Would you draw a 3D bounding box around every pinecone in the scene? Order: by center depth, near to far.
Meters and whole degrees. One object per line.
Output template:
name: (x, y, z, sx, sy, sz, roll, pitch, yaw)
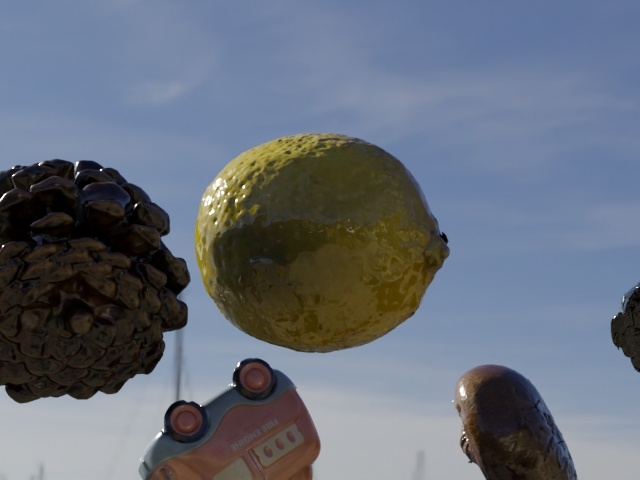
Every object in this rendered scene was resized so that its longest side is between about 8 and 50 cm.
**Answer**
pinecone: (-0.413, 0.054, 2.144, 0.398, 0.397, 0.398, 2, -14, 0)

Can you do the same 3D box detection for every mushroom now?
mushroom: (0.328, 0.342, 2.319, 0.163, 0.297, 0.278, -31, 19, -2)

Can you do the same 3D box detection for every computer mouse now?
computer mouse: (0.496, 0.117, 2.002, 0.146, 0.077, 0.241, -7, -41, 15)

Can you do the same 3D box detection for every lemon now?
lemon: (0.000, 0.000, 1.544, 0.310, 0.253, 0.253, -1, -14, 31)

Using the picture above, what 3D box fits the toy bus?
toy bus: (-0.135, 0.346, 2.217, 0.288, 0.232, 0.194, -32, -11, -27)
